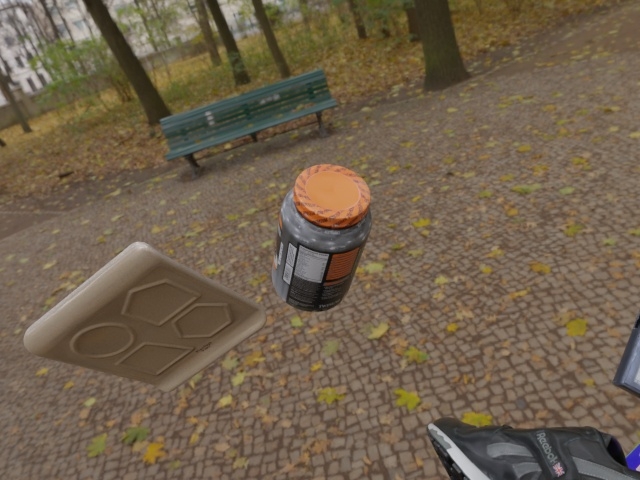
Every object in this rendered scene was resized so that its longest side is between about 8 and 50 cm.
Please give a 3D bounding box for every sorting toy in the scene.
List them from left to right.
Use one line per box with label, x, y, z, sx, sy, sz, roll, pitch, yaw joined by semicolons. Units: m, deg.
sorting toy;-0.197;0.099;0.583;0.193;0.208;0.038;-36;46;13

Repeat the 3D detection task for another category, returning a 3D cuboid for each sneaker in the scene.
sneaker;0.204;0.218;0.440;0.124;0.107;0.283;-31;7;-10

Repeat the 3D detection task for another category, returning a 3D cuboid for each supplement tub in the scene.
supplement tub;0.000;0.000;0.643;0.117;0.190;0.117;6;49;-7

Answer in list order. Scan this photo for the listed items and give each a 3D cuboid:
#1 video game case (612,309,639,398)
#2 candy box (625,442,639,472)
video game case;0.485;0.093;0.570;0.196;0.026;0.274;28;75;9
candy box;0.611;0.557;0.876;0.268;0.317;0.122;-2;0;-42
